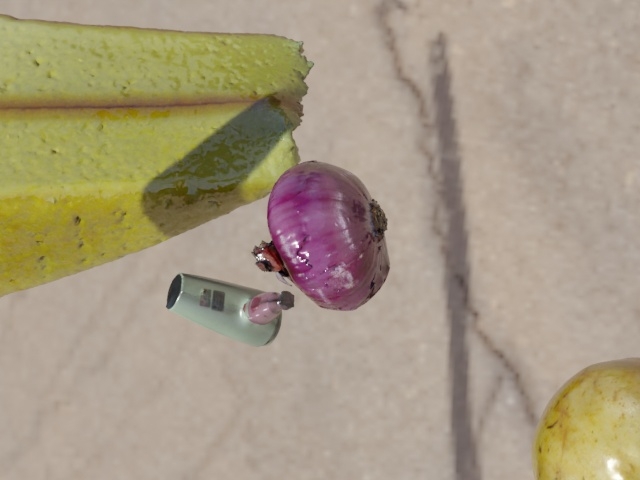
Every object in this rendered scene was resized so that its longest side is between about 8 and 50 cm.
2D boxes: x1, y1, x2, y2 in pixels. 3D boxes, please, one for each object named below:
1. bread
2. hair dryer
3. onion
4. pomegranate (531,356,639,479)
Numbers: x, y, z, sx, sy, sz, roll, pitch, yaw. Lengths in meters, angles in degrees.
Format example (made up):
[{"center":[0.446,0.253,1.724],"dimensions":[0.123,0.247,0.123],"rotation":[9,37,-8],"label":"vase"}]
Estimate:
[{"center":[-0.190,-0.083,1.898],"dimensions":[0.245,0.361,0.233],"rotation":[94,176,-58],"label":"bread"},{"center":[-0.064,0.057,1.679],"dimensions":[0.154,0.106,0.054],"rotation":[-13,61,58],"label":"hair dryer"},{"center":[0.000,0.000,1.339],"dimensions":[0.104,0.115,0.115],"rotation":[-22,59,10],"label":"onion"},{"center":[0.371,0.250,2.088],"dimensions":[0.260,0.260,0.260],"rotation":[-14,73,56],"label":"pomegranate"}]
